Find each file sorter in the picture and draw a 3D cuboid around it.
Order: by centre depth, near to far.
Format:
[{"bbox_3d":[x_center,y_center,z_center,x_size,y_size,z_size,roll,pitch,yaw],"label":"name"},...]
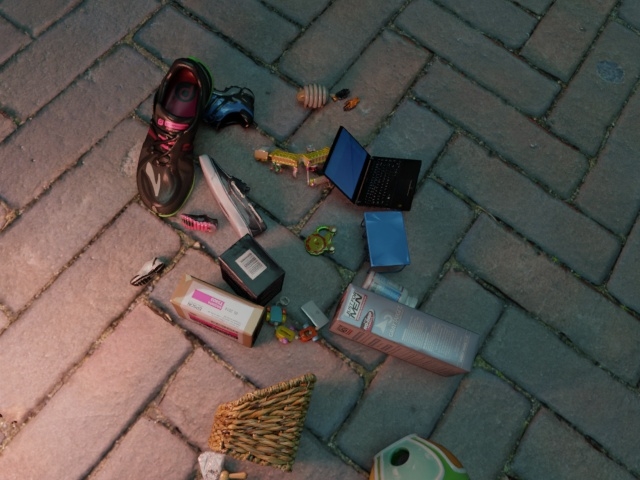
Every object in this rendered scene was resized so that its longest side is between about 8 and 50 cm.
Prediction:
[{"bbox_3d":[0.190,0.009,1.554,0.118,0.104,0.170,-3,71,-9],"label":"file sorter"}]

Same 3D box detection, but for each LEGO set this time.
[{"bbox_3d":[-0.064,-0.239,1.636,0.287,0.107,0.132,-7,36,-5],"label":"LEGO set"}]

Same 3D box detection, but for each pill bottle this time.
[{"bbox_3d":[0.201,0.162,1.508,0.160,0.087,0.087,29,69,4],"label":"pill bottle"}]

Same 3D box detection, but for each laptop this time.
[{"bbox_3d":[0.167,-0.229,1.587,0.265,0.136,0.234,8,52,17],"label":"laptop"}]

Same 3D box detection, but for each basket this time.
[{"bbox_3d":[-0.145,0.420,1.259,0.214,0.299,0.222,15,71,0],"label":"basket"}]

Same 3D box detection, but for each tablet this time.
[{"bbox_3d":[-0.015,0.215,1.492,0.083,0.006,0.054,49,41,11],"label":"tablet"}]

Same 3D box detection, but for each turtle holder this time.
[{"bbox_3d":[0.219,0.640,1.285,0.320,0.243,0.227,-43,59,21],"label":"turtle holder"}]

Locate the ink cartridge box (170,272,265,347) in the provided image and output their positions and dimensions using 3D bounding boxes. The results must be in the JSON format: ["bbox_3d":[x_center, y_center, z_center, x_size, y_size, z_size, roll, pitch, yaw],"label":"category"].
[{"bbox_3d":[-0.273,0.194,1.381,0.235,0.193,0.088,24,69,2],"label":"ink cartridge box"}]

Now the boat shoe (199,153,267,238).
[{"bbox_3d":[-0.264,-0.143,1.552,0.102,0.108,0.301,-29,79,-16],"label":"boat shoe"}]

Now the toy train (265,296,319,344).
[{"bbox_3d":[-0.089,0.245,1.469,0.125,0.046,0.166,-23,61,-42],"label":"toy train"}]

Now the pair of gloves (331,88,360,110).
[{"bbox_3d":[0.089,-0.489,1.773,0.074,0.010,0.083,-40,77,-17],"label":"pair of gloves"}]

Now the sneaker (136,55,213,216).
[{"bbox_3d":[-0.446,-0.310,1.498,0.186,0.202,0.482,11,93,-3],"label":"sneaker"}]

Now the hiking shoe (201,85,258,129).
[{"bbox_3d":[-0.359,-0.422,1.637,0.304,0.113,0.132,-5,70,-9],"label":"hiking shoe"}]

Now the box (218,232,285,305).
[{"bbox_3d":[-0.191,0.096,1.419,0.108,0.207,0.153,-42,81,-19],"label":"box"}]

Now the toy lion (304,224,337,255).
[{"bbox_3d":[0.000,0.000,1.575,0.096,0.034,0.100,6,69,3],"label":"toy lion"}]

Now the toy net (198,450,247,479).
[{"bbox_3d":[-0.231,0.640,1.306,0.232,0.045,0.122,38,72,9],"label":"toy net"}]

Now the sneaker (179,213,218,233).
[{"bbox_3d":[-0.366,-0.061,1.548,0.120,0.047,0.057,18,47,-1],"label":"sneaker"}]

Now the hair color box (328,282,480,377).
[{"bbox_3d":[0.224,0.256,1.424,0.375,0.185,0.113,21,69,1],"label":"hair color box"}]

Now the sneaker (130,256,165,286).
[{"bbox_3d":[-0.504,0.090,1.477,0.109,0.040,0.044,-38,62,-22],"label":"sneaker"}]

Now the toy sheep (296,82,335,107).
[{"bbox_3d":[-0.016,-0.487,1.718,0.132,0.091,0.091,-7,71,-10],"label":"toy sheep"}]
